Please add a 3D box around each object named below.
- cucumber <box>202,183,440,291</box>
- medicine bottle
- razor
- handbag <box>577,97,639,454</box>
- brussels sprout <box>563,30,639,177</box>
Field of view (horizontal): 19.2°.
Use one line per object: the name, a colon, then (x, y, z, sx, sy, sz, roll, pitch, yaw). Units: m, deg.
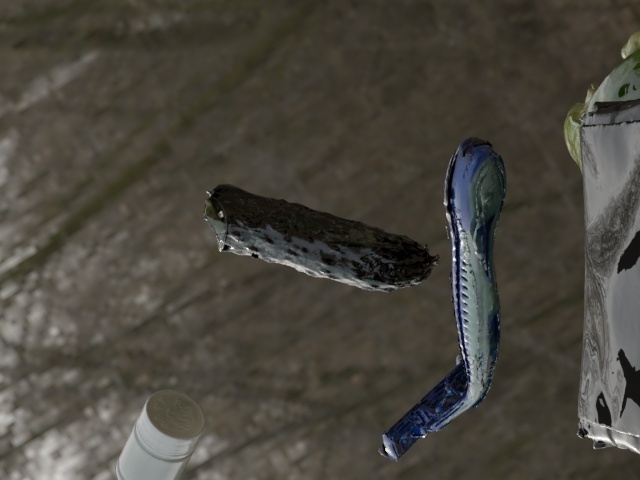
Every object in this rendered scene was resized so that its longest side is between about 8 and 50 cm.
cucumber: (0.000, 0.000, 1.385, 0.053, 0.181, 0.053, -167, 90, -82)
medicine bottle: (-0.138, 0.177, 1.630, 0.057, 0.057, 0.089, 60, 140, 33)
razor: (0.095, 0.045, 1.216, 0.056, 0.093, 0.324, 38, 152, 21)
handbag: (0.239, 0.027, 1.244, 0.223, 0.080, 0.247, -170, 80, -75)
brussels sprout: (0.256, -0.077, 1.414, 0.145, 0.131, 0.183, 58, 164, 13)
